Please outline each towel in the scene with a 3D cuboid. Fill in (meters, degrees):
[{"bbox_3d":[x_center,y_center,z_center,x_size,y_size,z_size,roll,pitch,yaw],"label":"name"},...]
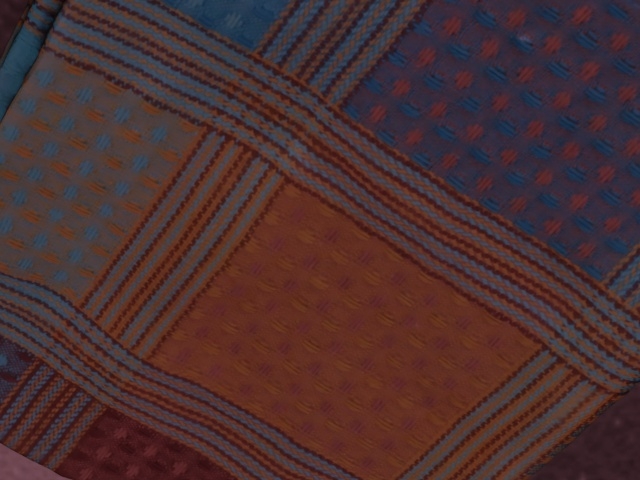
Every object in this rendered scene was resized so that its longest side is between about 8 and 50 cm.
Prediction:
[{"bbox_3d":[0.000,0.000,0.564,0.271,0.040,0.370,31,128,-11],"label":"towel"}]
